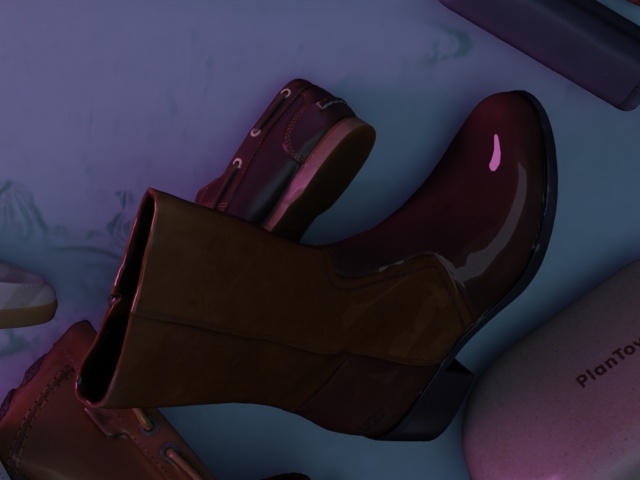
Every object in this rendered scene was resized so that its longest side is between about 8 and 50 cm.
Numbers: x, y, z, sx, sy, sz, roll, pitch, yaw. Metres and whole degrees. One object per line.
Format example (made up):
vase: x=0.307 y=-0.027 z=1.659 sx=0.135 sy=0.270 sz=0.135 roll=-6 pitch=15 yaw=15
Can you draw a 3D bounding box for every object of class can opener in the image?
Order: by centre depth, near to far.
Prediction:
can opener: x=0.213 y=-0.142 z=1.117 sx=0.283 sy=0.076 sz=0.095 roll=28 pitch=115 yaw=-16

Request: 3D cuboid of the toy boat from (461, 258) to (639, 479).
toy boat: x=0.215 y=0.129 z=1.167 sx=0.231 sy=0.151 sz=0.151 roll=-34 pitch=136 yaw=-3

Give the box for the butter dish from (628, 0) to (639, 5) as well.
butter dish: x=0.219 y=-0.251 z=1.078 sx=0.160 sy=0.118 sz=0.160 roll=35 pitch=94 yaw=-17

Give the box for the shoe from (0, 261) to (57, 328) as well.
shoe: x=-0.272 y=0.009 z=1.050 sx=0.219 sy=0.076 sz=0.058 roll=13 pitch=104 yaw=-13

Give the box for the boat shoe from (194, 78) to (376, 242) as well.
boat shoe: x=-0.050 y=-0.013 z=1.103 sx=0.073 sy=0.073 sz=0.207 roll=38 pitch=88 yaw=23

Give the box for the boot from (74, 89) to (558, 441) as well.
boot: x=0.000 y=0.000 z=1.061 sx=0.280 sy=0.096 sz=0.264 roll=14 pitch=112 yaw=-36

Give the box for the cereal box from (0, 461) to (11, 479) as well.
cereal box: x=-0.246 y=0.231 z=1.076 sx=0.173 sy=0.047 sz=0.240 roll=-16 pitch=109 yaw=29

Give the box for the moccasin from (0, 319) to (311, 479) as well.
moccasin: x=-0.043 y=0.202 z=1.108 sx=0.380 sy=0.139 sz=0.147 roll=40 pitch=81 yaw=0
